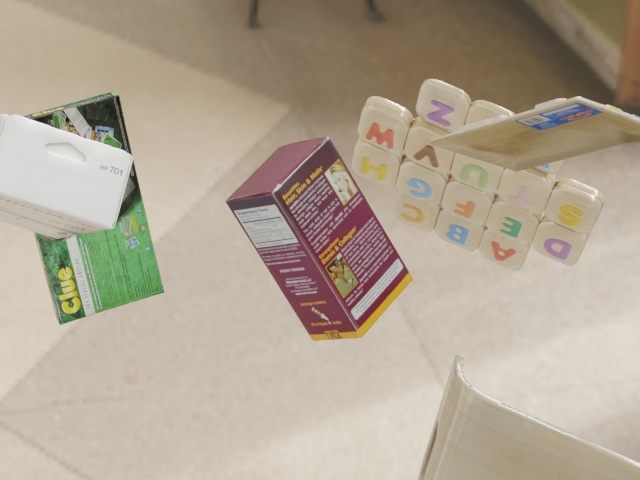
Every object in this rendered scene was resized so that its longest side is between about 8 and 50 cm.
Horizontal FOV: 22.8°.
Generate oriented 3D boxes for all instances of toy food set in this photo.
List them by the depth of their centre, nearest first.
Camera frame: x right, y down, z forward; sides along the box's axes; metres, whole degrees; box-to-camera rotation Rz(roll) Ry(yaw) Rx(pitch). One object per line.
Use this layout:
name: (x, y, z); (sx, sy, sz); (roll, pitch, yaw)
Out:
toy food set: (0.244, 0.261, 1.578); (0.306, 0.219, 0.092); (23, 33, 14)

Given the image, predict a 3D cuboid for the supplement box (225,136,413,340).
supplement box: (0.000, 0.000, 1.654); (0.081, 0.188, 0.104); (-9, 30, 47)

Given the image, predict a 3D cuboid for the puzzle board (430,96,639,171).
puzzle board: (0.155, -0.074, 1.095); (0.096, 0.011, 0.128); (14, -20, -43)

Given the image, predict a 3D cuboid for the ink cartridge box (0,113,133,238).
ink cartridge box: (-0.289, -0.062, 1.594); (0.140, 0.082, 0.191); (18, -9, -24)

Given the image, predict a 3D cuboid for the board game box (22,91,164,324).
board game box: (-0.277, -0.037, 1.886); (0.136, 0.259, 0.030); (-18, 24, -18)

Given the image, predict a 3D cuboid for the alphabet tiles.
alphabet tiles: (0.171, -0.065, 1.775); (0.284, 0.278, 0.021); (24, 60, 7)
